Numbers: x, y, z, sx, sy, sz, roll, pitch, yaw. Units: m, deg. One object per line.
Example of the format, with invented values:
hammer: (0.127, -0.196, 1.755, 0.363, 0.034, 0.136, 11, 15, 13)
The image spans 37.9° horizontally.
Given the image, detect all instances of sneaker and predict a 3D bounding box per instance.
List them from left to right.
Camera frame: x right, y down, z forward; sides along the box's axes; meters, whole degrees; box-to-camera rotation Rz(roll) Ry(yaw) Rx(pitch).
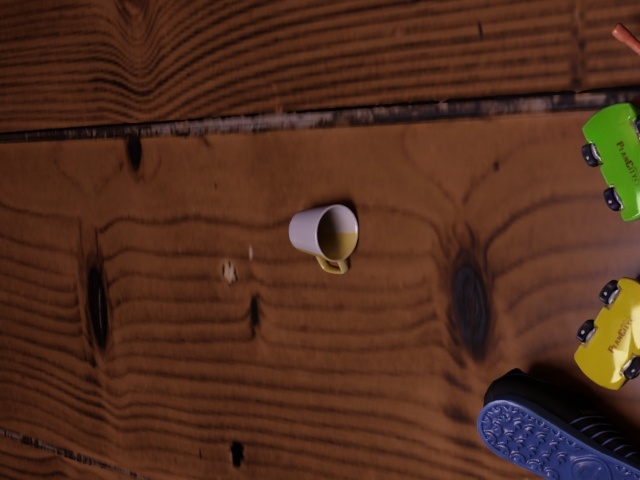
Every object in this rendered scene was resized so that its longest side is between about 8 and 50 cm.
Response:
sneaker: (0.250, 0.195, 0.830, 0.232, 0.090, 0.081, 36, 119, 8)

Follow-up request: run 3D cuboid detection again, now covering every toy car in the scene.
toy car: (0.292, -0.011, 0.775, 0.239, 0.053, 0.224, -30, 76, 39)

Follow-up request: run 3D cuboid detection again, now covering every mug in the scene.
mug: (-0.002, -0.002, 1.029, 0.064, 0.062, 0.078, 6, 93, 48)

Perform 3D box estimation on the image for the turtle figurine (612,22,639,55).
turtle figurine: (0.354, -0.139, 0.679, 0.269, 0.087, 0.217, 49, 124, 25)
